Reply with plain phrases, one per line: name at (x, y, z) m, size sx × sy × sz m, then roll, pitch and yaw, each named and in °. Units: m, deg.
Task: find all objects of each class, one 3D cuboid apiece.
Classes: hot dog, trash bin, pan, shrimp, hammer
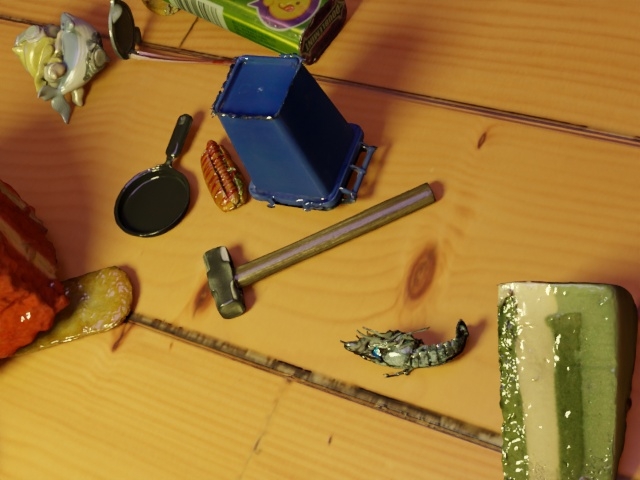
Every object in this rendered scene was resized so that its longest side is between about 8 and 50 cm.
hot dog at (-0.159, -0.107, 1.850) m, size 0.062 × 0.038 × 0.144 m, roll -28°, pitch 53°, yaw 4°
trash bin at (-0.042, -0.161, 1.714) m, size 0.184 × 0.234 × 0.162 m, roll 8°, pitch 62°, yaw 28°
pan at (-0.256, -0.104, 1.893) m, size 0.136 × 0.028 × 0.235 m, roll 10°, pitch 67°, yaw 26°
shrimp at (0.115, 0.146, 1.560) m, size 0.174 × 0.082 × 0.076 m, roll -7°, pitch 52°, yaw 9°
hammer at (0.000, 0.000, 1.725) m, size 0.365 × 0.043 × 0.111 m, roll -24°, pitch 53°, yaw 4°

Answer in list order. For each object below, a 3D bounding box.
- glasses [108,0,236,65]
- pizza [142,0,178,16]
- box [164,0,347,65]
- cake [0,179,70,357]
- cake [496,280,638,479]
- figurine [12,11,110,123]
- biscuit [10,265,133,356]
glasses at (-0.244, -0.406, 1.975) m, size 0.268 × 0.234 × 0.118 m, roll 11°, pitch 38°, yaw 14°
pizza at (-0.226, -0.525, 2.142) m, size 0.262 × 0.034 × 0.181 m, roll -28°, pitch 54°, yaw 3°
box at (-0.130, -0.424, 1.981) m, size 0.346 × 0.097 × 0.134 m, roll 29°, pitch 74°, yaw 26°
cake at (-0.588, 0.022, 1.771) m, size 0.270 × 0.269 × 0.319 m, roll -34°, pitch 42°, yaw 4°
cake at (0.293, 0.176, 1.416) m, size 0.158 × 0.172 × 0.283 m, roll 1°, pitch 62°, yaw 24°
figurine at (-0.469, -0.321, 2.057) m, size 0.184 × 0.128 × 0.208 m, roll -3°, pitch 63°, yaw 22°
biscuit at (-0.408, 0.114, 1.817) m, size 0.247 × 0.029 × 0.118 m, roll -16°, pitch 58°, yaw 12°
